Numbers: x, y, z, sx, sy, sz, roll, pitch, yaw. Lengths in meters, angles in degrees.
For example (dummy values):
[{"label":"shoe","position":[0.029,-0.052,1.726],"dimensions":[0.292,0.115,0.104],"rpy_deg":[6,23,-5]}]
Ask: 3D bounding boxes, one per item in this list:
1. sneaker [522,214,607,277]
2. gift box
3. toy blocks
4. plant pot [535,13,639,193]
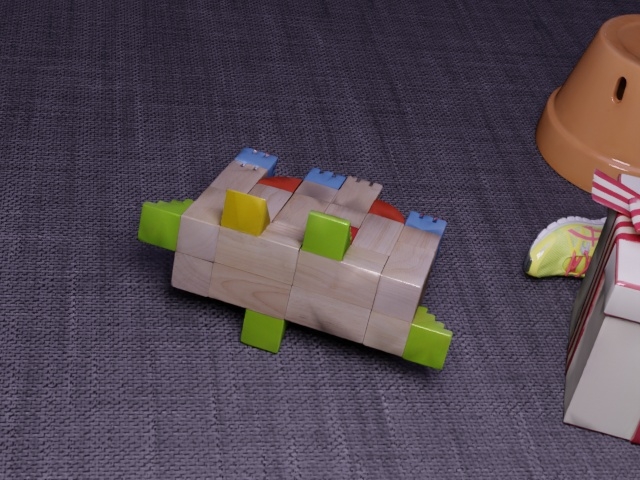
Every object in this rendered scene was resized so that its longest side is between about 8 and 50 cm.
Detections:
[{"label":"sneaker","position":[0.366,0.020,1.532],"dimensions":[0.208,0.081,0.094],"rpy_deg":[-11,45,-27]},{"label":"gift box","position":[0.419,0.066,1.343],"dimensions":[0.255,0.258,0.276],"rpy_deg":[12,39,1]},{"label":"toy blocks","position":[0.000,0.000,1.418],"dimensions":[0.381,0.190,0.261],"rpy_deg":[17,27,8]},{"label":"plant pot","position":[0.497,-0.213,1.759],"dimensions":[0.291,0.203,0.291],"rpy_deg":[6,38,-5]}]
